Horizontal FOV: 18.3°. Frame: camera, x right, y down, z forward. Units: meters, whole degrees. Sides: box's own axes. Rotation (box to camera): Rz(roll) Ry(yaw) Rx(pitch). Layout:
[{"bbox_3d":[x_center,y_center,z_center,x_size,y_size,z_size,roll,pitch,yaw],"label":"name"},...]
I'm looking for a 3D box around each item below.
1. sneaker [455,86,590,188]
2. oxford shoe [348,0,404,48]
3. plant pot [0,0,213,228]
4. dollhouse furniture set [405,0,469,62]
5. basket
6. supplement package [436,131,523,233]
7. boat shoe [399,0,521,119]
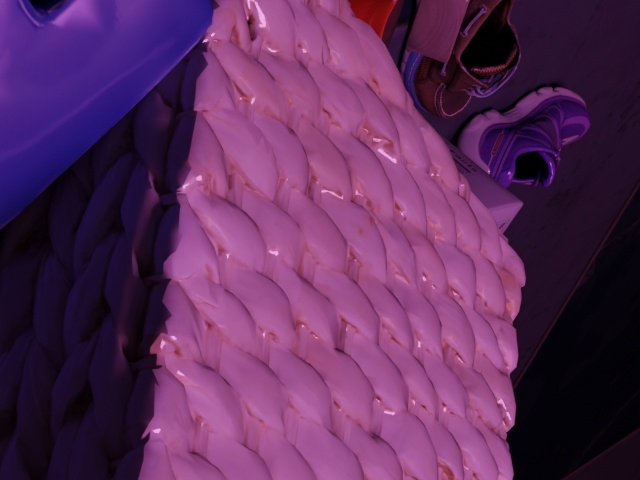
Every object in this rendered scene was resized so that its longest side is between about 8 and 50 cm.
[{"bbox_3d":[0.173,-0.073,1.625,0.170,0.071,0.068,-25,149,-48],"label":"sneaker"},{"bbox_3d":[0.014,-0.170,1.158,0.098,0.097,0.271,-79,-173,-58],"label":"oxford shoe"},{"bbox_3d":[-0.210,-0.105,0.592,0.236,0.236,0.212,-44,148,-11],"label":"plant pot"},{"bbox_3d":[0.129,-0.160,1.044,0.151,0.123,0.144,107,3,-49],"label":"dollhouse furniture set"},{"bbox_3d":[-0.099,0.066,0.771,0.331,0.266,0.328,52,37,-49],"label":"basket"},{"bbox_3d":[0.000,0.000,1.320,0.244,0.134,0.139,-12,139,-57],"label":"supplement package"},{"bbox_3d":[0.100,-0.133,1.382,0.066,0.066,0.183,-41,158,-19],"label":"boat shoe"}]
